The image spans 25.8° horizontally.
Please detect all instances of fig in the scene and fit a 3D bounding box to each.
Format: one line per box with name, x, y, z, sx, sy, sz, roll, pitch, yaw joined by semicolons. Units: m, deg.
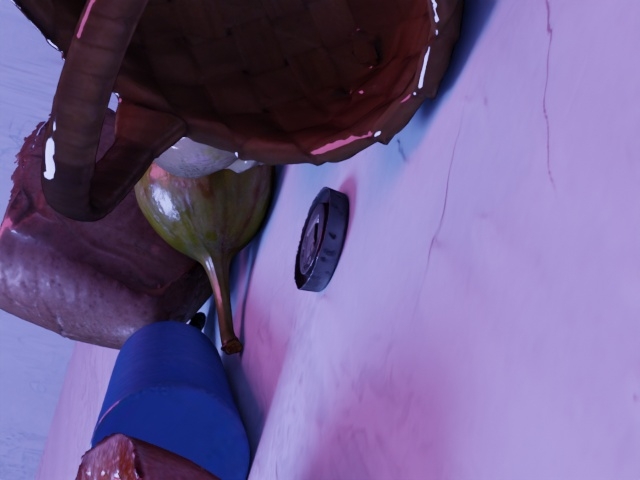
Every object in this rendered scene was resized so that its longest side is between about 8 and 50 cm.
fig;-0.102;-0.002;1.368;0.149;0.149;0.245;135;128;-65

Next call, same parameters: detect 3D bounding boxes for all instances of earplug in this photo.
earplug;-0.139;0.149;1.275;0.273;0.132;0.132;-116;43;-75

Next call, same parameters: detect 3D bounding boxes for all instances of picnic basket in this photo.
picnic basket;-0.083;-0.156;0.874;0.293;0.337;0.337;115;164;-45

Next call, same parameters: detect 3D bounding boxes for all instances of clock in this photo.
clock;0.000;0.000;1.089;0.085;0.017;0.085;-164;90;-77

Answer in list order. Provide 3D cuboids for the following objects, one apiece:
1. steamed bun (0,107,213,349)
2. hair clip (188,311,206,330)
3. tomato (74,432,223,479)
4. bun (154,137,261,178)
steamed bun;-0.234;0.008;1.522;0.301;0.251;0.199;-73;10;-55
hair clip;-0.140;0.148;1.460;0.066;0.036;0.229;-59;20;31
tomato;-0.098;0.288;0.901;0.338;0.144;0.338;-169;90;-74
bun;-0.056;-0.148;1.201;0.239;0.141;0.239;-44;20;20
